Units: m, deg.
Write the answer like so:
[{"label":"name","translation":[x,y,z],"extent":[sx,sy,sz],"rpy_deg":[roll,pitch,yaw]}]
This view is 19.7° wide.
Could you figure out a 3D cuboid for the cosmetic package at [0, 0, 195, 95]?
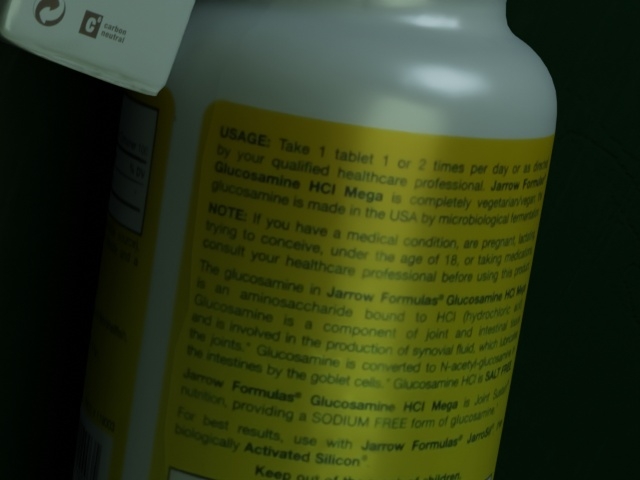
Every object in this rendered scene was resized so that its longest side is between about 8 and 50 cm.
[{"label":"cosmetic package","translation":[-0.083,-0.186,0.737],"extent":[0.085,0.117,0.231],"rpy_deg":[18,95,-39]}]

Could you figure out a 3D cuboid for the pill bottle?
[{"label":"pill bottle","translation":[0.000,0.000,0.807],"extent":[0.188,0.188,0.333],"rpy_deg":[1,104,-36]}]
